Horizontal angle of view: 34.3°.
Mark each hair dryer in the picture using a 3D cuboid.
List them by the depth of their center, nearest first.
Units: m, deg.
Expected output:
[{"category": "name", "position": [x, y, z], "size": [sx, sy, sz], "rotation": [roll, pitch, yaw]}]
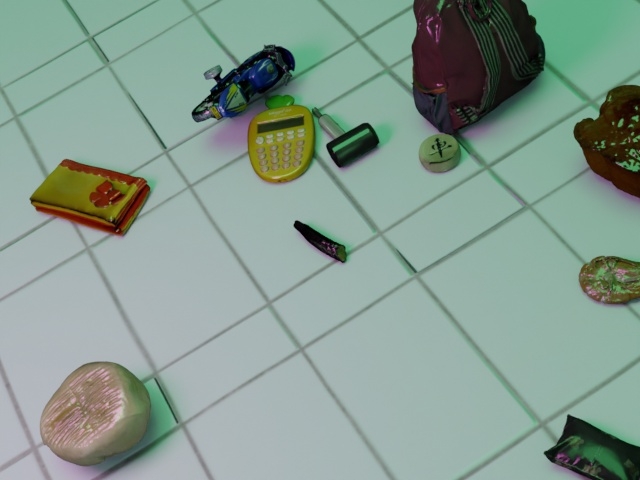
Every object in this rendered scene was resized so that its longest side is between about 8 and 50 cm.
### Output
[{"category": "hair dryer", "position": [0.034, -0.233, 2.148], "size": [0.100, 0.057, 0.198], "rotation": [-31, 45, -10]}]

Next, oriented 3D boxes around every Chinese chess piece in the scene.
[{"category": "Chinese chess piece", "position": [0.235, -0.173, 2.045], "size": [0.084, 0.034, 0.084], "rotation": [-9, 51, 11]}]

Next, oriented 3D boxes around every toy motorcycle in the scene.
[{"category": "toy motorcycle", "position": [-0.154, -0.341, 2.214], "size": [0.169, 0.113, 0.315], "rotation": [-13, 27, 39]}]

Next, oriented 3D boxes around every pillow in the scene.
[{"category": "pillow", "position": [0.428, 0.332, 1.590], "size": [0.150, 0.048, 0.090], "rotation": [23, 71, 26]}]

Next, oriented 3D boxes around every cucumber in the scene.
[{"category": "cucumber", "position": [-0.001, 0.002, 1.987], "size": [0.135, 0.033, 0.034], "rotation": [29, 99, 35]}]

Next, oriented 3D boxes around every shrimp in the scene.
[{"category": "shrimp", "position": [0.532, 0.070, 1.767], "size": [0.184, 0.043, 0.091], "rotation": [2, 61, 26]}]

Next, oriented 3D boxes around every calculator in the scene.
[{"category": "calculator", "position": [-0.082, -0.216, 2.179], "size": [0.146, 0.032, 0.235], "rotation": [-9, 53, 10]}]

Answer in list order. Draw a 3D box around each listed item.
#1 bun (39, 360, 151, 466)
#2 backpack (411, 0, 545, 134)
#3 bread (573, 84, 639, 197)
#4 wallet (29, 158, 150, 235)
[{"category": "bun", "position": [-0.386, 0.312, 1.812], "size": [0.193, 0.128, 0.178], "rotation": [-40, 52, 0]}, {"category": "backpack", "position": [0.299, -0.390, 2.010], "size": [0.283, 0.317, 0.197], "rotation": [-36, 51, -13]}, {"category": "bread", "position": [0.604, -0.180, 1.870], "size": [0.246, 0.135, 0.232], "rotation": [33, 68, 34]}, {"category": "wallet", "position": [-0.488, -0.101, 2.196], "size": [0.241, 0.067, 0.141], "rotation": [14, 57, 27]}]
